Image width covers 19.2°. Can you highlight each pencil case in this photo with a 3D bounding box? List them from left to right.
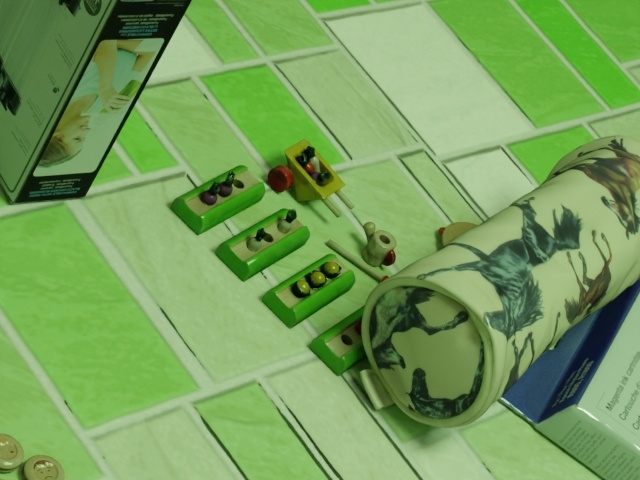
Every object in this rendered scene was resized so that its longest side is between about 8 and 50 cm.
[{"bbox_3d":[0.206,0.039,1.923,0.160,0.183,0.410,48,45,9],"label":"pencil case"}]

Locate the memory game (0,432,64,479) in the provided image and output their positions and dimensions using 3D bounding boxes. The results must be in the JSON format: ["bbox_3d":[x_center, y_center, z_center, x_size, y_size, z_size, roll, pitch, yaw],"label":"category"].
[{"bbox_3d":[-0.264,0.230,1.534,0.186,0.012,0.186,19,41,-17],"label":"memory game"}]

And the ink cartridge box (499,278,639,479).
[{"bbox_3d":[0.367,0.149,2.023,0.330,0.071,0.324,37,39,2],"label":"ink cartridge box"}]

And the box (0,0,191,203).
[{"bbox_3d":[-0.238,-0.192,1.774,0.087,0.290,0.169,-6,51,-41],"label":"box"}]

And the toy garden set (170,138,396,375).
[{"bbox_3d":[0.000,0.000,1.932,0.244,0.049,0.204,44,40,13],"label":"toy garden set"}]

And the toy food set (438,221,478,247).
[{"bbox_3d":[0.166,0.011,2.061,0.082,0.020,0.083,23,40,-14],"label":"toy food set"}]
